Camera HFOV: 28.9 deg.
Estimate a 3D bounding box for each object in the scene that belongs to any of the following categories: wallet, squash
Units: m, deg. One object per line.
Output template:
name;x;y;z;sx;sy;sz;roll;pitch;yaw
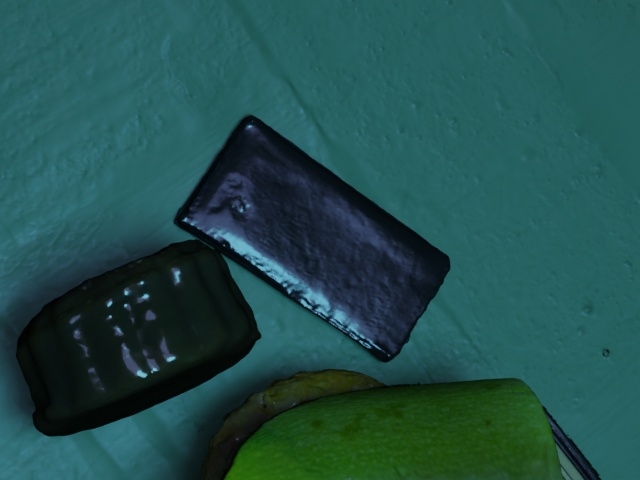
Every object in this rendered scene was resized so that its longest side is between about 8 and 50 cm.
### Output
wallet;0.000;0.000;1.323;0.285;0.030;0.146;35;72;-9
squash;0.052;0.254;1.135;0.308;0.210;0.234;-5;87;-7

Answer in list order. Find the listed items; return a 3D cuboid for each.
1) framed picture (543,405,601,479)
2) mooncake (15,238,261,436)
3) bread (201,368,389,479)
framed picture;0.237;0.317;1.368;0.195;0.010;0.199;-40;96;-17
mooncake;-0.177;0.090;1.164;0.228;0.228;0.124;-22;82;-18
bread;-0.004;0.260;1.232;0.274;0.149;0.274;1;86;-22
